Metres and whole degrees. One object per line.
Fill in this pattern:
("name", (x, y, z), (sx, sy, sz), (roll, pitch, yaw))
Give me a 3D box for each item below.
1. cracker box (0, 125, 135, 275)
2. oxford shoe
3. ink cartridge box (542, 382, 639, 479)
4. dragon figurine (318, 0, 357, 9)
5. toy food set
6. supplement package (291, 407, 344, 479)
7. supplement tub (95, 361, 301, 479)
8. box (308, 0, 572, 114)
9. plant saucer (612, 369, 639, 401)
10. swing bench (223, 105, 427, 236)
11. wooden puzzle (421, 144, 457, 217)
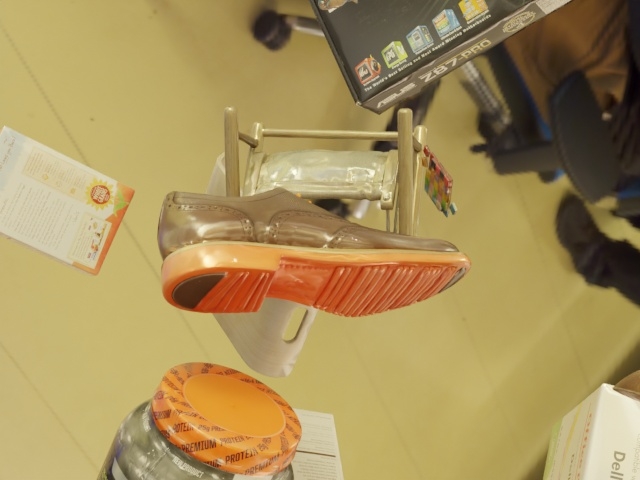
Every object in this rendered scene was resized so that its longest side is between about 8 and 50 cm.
("cracker box", (-0.435, -0.060, 1.766), (0.232, 0.067, 0.156), (28, 77, -22))
("oxford shoe", (0.000, 0.000, 1.219), (0.363, 0.133, 0.130), (4, 146, -26))
("ink cartridge box", (0.348, 0.296, 1.316), (0.353, 0.119, 0.207), (92, 12, -70))
("dragon figurine", (0.114, -0.270, 0.846), (0.289, 0.144, 0.085), (-33, 118, 5))
("toy food set", (-0.101, 0.032, 1.737), (0.092, 0.306, 0.220), (-7, 134, -37))
("supplement package", (-0.072, 0.456, 1.904), (0.175, 0.177, 0.293), (15, 51, -35))
("supplement tub", (-0.160, 0.318, 1.228), (0.207, 0.207, 0.338), (6, 117, -43))
("box", (0.170, -0.419, 1.634), (0.097, 0.395, 0.318), (10, 55, -63))
("plant saucer", (0.349, 0.144, 0.936), (0.198, 0.198, 0.036), (26, 83, -44))
("swing bench", (0.004, -0.041, 1.476), (0.165, 0.253, 0.255), (12, 81, -77))
("wooden puzzle", (0.120, -0.057, 1.139), (0.006, 0.083, 0.049), (-13, 133, -16))
